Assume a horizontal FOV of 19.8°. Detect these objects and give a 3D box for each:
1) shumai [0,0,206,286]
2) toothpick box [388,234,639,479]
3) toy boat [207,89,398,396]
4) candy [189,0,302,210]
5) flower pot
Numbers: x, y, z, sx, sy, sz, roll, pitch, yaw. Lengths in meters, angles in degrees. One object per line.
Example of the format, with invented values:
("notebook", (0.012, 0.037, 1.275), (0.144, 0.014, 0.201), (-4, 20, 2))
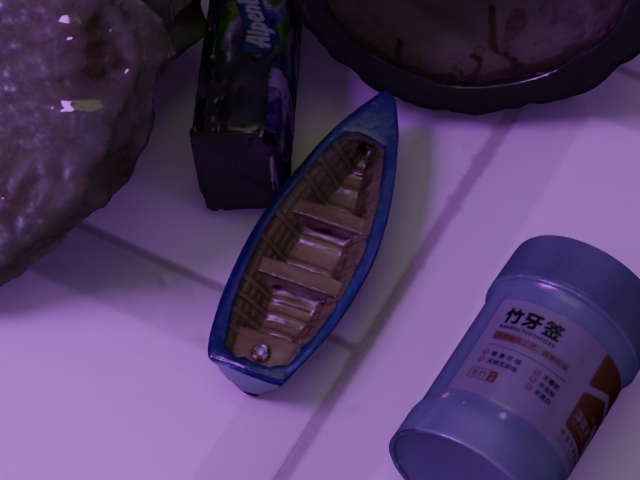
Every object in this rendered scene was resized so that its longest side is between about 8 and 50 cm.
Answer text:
("shumai", (-0.185, -0.136, 1.202), (0.309, 0.304, 0.263), (12, 22, 27))
("toothpick box", (0.121, 0.085, 1.064), (0.101, 0.101, 0.153), (25, 60, 18))
("toy boat", (0.000, 0.000, 1.162), (0.080, 0.046, 0.229), (17, 56, 14))
("candy", (-0.042, -0.165, 1.254), (0.061, 0.088, 0.312), (1, 55, 5))
("flower pot", (0.107, -0.264, 1.230), (0.266, 0.266, 0.267), (2, 45, 3))
